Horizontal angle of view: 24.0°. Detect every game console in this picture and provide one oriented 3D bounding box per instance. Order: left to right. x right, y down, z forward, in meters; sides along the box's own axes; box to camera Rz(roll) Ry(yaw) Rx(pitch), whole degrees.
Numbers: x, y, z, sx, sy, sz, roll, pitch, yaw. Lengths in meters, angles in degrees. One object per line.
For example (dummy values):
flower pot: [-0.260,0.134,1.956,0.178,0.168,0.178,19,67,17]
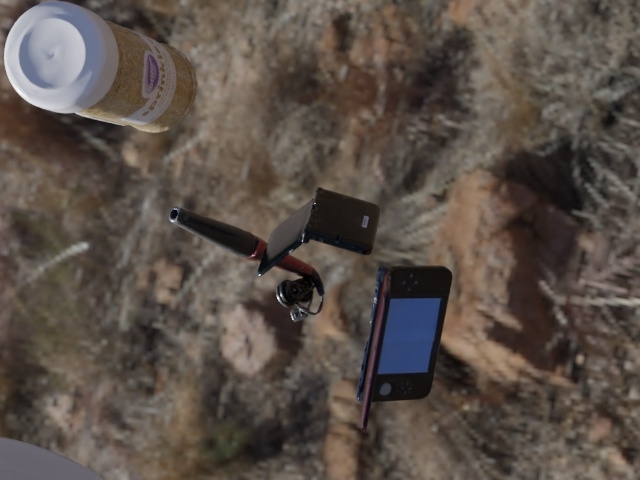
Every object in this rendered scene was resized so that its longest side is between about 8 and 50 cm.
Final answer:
game console: [0.000,0.000,1.567,0.122,0.107,0.071,-75,1,-65]
game console: [0.085,0.104,1.467,0.085,0.124,0.144,34,119,56]

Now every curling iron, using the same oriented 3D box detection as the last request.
curling iron: [-0.073,0.019,1.659,0.035,0.274,0.068,-20,57,25]

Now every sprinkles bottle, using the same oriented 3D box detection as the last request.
sprinkles bottle: [-0.255,-0.203,1.815,0.355,0.121,0.121,1,-76,-78]

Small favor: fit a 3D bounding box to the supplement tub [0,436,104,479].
supplement tub: [-0.338,0.370,1.418,0.241,0.241,0.331,27,101,59]
